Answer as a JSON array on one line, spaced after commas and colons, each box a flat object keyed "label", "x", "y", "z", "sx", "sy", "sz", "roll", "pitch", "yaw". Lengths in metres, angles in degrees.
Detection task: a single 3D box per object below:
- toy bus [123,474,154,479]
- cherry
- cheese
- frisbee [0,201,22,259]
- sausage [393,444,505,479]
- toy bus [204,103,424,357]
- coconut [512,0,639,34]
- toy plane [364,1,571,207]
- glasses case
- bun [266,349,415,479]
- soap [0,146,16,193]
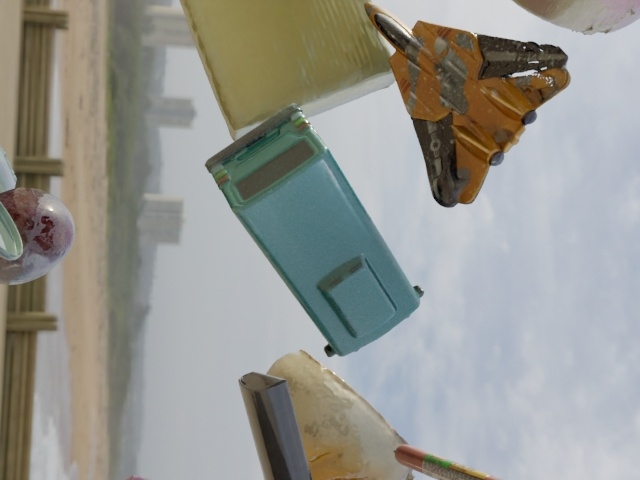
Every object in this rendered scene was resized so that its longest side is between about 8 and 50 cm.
[{"label": "toy bus", "x": -0.105, "y": 0.350, "z": 0.984, "sx": 0.128, "sy": 0.302, "sz": 0.147, "roll": -59, "pitch": 176, "yaw": -24}, {"label": "cherry", "x": -0.455, "y": -0.006, "z": 1.464, "sx": 0.176, "sy": 0.176, "sz": 0.140, "roll": -156, "pitch": -137, "yaw": -77}, {"label": "cheese", "x": -0.052, "y": -0.298, "z": 1.296, "sx": 0.124, "sy": 0.242, "sz": 0.266, "roll": 128, "pitch": -58, "yaw": -84}, {"label": "frisbee", "x": -0.382, "y": -0.024, "z": 1.120, "sx": 0.110, "sy": 0.014, "sz": 0.110, "roll": 59, "pitch": 2, "yaw": -4}, {"label": "sausage", "x": 0.168, "y": 0.291, "z": 1.203, "sx": 0.223, "sy": 0.029, "sz": 0.029, "roll": 9, "pitch": -83, "yaw": 50}, {"label": "toy bus", "x": 0.000, "y": 0.000, "z": 1.041, "sx": 0.256, "sy": 0.128, "sz": 0.147, "roll": 56, "pitch": 1, "yaw": -34}, {"label": "coconut", "x": 0.294, "y": -0.338, "z": 1.005, "sx": 0.230, "sy": 0.227, "sz": 0.227, "roll": 142, "pitch": -51, "yaw": -72}, {"label": "toy plane", "x": 0.136, "y": -0.192, "z": 1.106, "sx": 0.204, "sy": 0.103, "sz": 0.316, "roll": -52, "pitch": -142, "yaw": 17}, {"label": "glasses case", "x": -0.048, "y": 0.246, "z": 1.105, "sx": 0.072, "sy": 0.042, "sz": 0.191, "roll": 1, "pitch": -72, "yaw": 61}, {"label": "bun", "x": 0.011, "y": 0.328, "z": 1.588, "sx": 0.165, "sy": 0.299, "sz": 0.299, "roll": -48, "pitch": -173, "yaw": -10}, {"label": "soap", "x": -0.606, "y": -0.160, "z": 1.436, "sx": 0.156, "sy": 0.261, "sz": 0.446, "roll": -49, "pitch": -177, "yaw": -13}]
